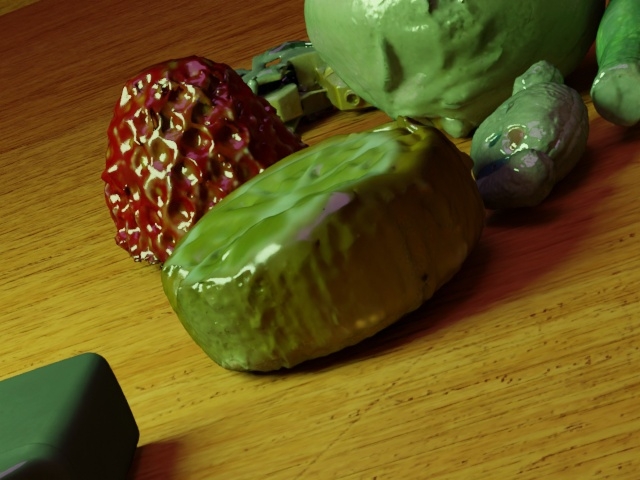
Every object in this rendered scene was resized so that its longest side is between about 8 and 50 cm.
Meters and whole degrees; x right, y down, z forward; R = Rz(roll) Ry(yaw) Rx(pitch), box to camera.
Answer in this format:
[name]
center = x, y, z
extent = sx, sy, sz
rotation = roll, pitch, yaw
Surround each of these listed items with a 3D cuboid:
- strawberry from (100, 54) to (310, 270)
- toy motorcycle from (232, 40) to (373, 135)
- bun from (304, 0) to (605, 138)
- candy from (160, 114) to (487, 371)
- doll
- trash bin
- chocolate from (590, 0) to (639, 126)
[strawberry]
center = -0.106, -0.090, 1.643
extent = 0.234, 0.178, 0.234
rotation = -14, 20, 5
[toy motorcycle]
center = -0.026, -0.152, 1.861
extent = 0.229, 0.094, 0.130
rotation = -4, 28, 15
[bun]
center = 0.134, -0.188, 1.646
extent = 0.283, 0.179, 0.283
rotation = -8, 5, 1
[candy]
center = 0.000, 0.000, 1.348
extent = 0.260, 0.118, 0.260
rotation = -23, 17, 7
[doll]
center = 0.172, -0.081, 1.441
extent = 0.103, 0.071, 0.214
rotation = -39, 18, 29
[trash bin]
center = -0.222, 0.172, 1.165
extent = 0.176, 0.101, 0.236
rotation = -21, 16, 11
[chocolate]
center = 0.294, -0.186, 1.548
extent = 0.110, 0.110, 0.291
rotation = -13, 23, 28
